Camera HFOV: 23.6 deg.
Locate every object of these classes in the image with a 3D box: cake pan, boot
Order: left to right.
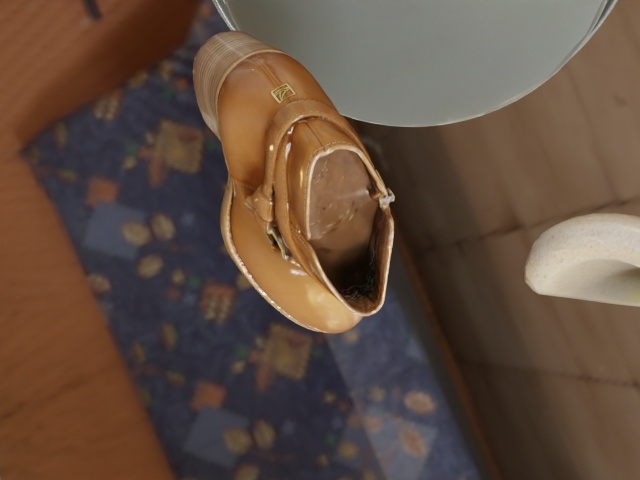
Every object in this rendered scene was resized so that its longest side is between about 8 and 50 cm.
[{"bbox_3d":[0.000,0.000,0.761,0.152,0.073,0.197,48,167,55],"label":"boot"},{"bbox_3d":[0.061,-0.194,0.974,0.054,0.293,0.293,-88,-17,-56],"label":"cake pan"}]

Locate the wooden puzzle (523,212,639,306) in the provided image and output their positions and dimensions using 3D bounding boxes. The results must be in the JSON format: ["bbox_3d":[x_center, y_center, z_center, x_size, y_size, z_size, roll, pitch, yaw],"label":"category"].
[{"bbox_3d":[0.274,0.082,0.599,0.348,0.080,0.322,20,-176,24],"label":"wooden puzzle"}]
